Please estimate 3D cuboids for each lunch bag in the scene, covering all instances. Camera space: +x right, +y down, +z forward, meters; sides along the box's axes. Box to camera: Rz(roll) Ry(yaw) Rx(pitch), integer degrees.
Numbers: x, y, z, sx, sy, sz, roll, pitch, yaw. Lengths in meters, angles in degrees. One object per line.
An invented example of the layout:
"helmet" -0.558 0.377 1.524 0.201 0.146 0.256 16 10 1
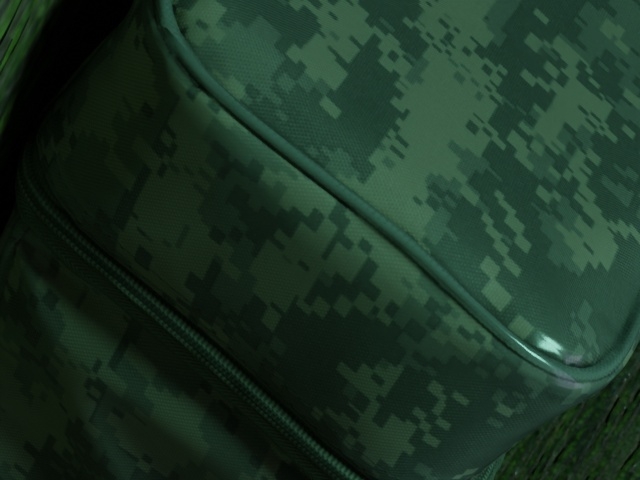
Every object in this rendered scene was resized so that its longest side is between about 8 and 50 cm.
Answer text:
"lunch bag" 0.000 0.000 0.748 0.256 0.212 0.305 -46 -176 35
